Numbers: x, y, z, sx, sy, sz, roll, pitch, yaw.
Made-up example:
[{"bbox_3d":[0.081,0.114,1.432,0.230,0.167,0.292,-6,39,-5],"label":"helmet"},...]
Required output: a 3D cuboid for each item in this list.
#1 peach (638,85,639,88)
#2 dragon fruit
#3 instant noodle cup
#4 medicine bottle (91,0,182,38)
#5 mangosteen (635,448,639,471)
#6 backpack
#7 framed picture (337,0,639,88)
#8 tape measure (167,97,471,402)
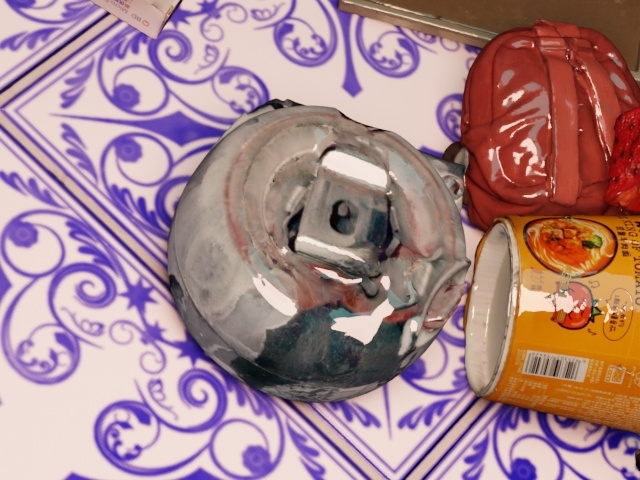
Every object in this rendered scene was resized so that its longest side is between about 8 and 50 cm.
[{"bbox_3d":[0.332,-0.130,1.794,0.098,0.061,0.098,6,64,-12],"label":"peach"},{"bbox_3d":[0.307,-0.078,1.576,0.063,0.131,0.097,-22,89,-41],"label":"dragon fruit"},{"bbox_3d":[0.230,0.068,1.564,0.172,0.215,0.215,6,60,-8],"label":"instant noodle cup"},{"bbox_3d":[-0.179,-0.314,1.698,0.171,0.052,0.201,30,56,-4],"label":"medicine bottle"},{"bbox_3d":[0.452,0.253,1.483,0.360,0.306,0.306,7,60,-11],"label":"mangosteen"},{"bbox_3d":[0.226,-0.108,1.683,0.229,0.139,0.229,6,73,-22],"label":"backpack"},{"bbox_3d":[0.194,-0.289,1.820,0.324,0.020,0.240,14,57,-3],"label":"framed picture"},{"bbox_3d":[0.000,0.000,1.536,0.256,0.147,0.275,19,56,-11],"label":"tape measure"}]
